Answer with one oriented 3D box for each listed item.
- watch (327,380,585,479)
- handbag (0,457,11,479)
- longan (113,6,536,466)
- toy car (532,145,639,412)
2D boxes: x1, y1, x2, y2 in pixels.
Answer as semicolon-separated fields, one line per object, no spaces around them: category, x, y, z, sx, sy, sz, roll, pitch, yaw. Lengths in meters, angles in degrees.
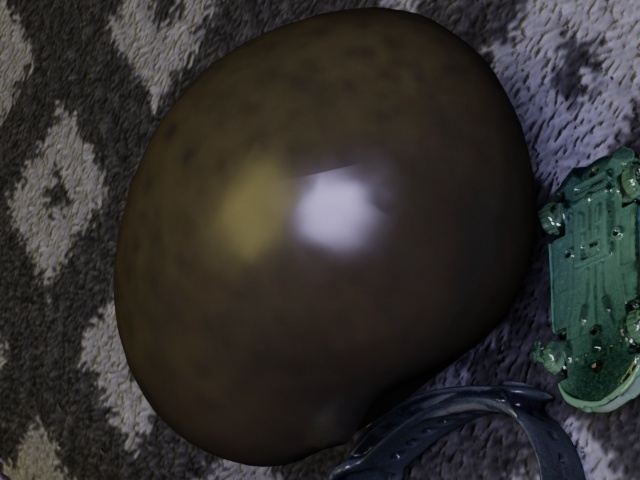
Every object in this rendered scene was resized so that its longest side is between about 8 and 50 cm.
watch;0.091;0.196;1.056;0.206;0.068;0.193;-3;75;45
handbag;-0.313;0.228;1.062;0.116;0.179;0.205;12;84;58
longan;0.000;0.000;1.053;0.350;0.288;0.288;-52;46;22
toy car;0.191;0.029;0.986;0.093;0.058;0.186;-27;49;43
